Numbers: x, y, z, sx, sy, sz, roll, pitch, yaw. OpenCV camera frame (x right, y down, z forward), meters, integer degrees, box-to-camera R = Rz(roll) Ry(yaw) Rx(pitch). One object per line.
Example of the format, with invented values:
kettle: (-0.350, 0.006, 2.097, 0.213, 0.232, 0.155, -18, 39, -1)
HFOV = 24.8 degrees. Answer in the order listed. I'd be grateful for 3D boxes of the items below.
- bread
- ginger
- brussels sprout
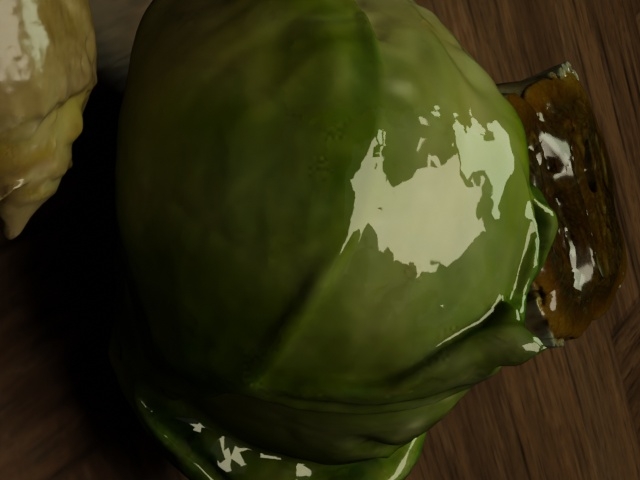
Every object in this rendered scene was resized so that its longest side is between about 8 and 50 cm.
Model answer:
bread: (0.161, -0.024, 1.138, 0.192, 0.110, 0.210, -32, 111, -55)
ginger: (-0.163, -0.136, 0.655, 0.138, 0.152, 0.267, -53, 151, -79)
brussels sprout: (-0.002, 0.001, 0.764, 0.227, 0.259, 0.294, -2, 78, -24)
